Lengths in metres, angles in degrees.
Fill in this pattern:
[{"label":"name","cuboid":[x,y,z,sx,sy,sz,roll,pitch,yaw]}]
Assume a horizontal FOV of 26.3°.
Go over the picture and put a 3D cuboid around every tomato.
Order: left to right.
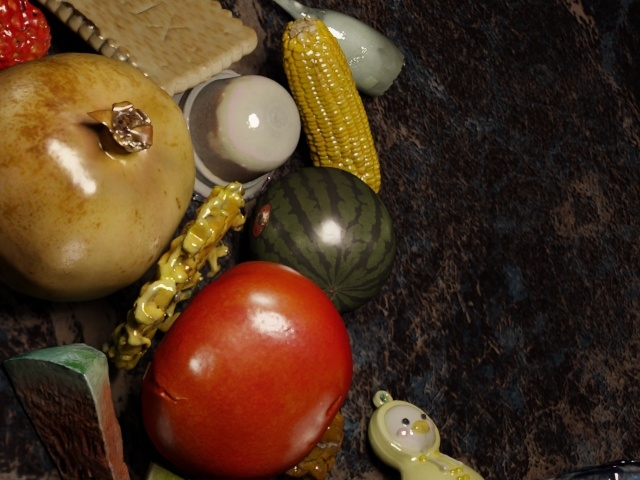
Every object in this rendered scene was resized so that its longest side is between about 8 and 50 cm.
[{"label":"tomato","cuboid":[-0.081,0.165,1.711,0.226,0.298,0.298,31,56,6]}]

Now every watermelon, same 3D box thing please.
[{"label":"watermelon","cuboid":[-0.277,0.240,1.667,0.094,0.154,0.241,-25,106,-39]},{"label":"watermelon","cuboid":[0.000,0.000,1.880,0.212,0.212,0.212,11,70,-34]}]

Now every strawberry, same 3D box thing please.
[{"label":"strawberry","cuboid":[-0.430,-0.293,1.708,0.236,0.111,0.190,22,62,-31]}]

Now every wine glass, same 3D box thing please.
[{"label":"wine glass","cuboid":[-0.033,-0.258,1.994,0.309,0.096,0.264,33,54,-26]}]

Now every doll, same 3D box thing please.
[{"label":"doll","cuboid":[0.156,0.330,1.921,0.141,0.117,0.296,-13,63,-37]}]

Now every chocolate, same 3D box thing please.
[{"label":"chocolate","cuboid":[-0.110,-0.158,1.885,0.221,0.147,0.221,8,74,-31]}]

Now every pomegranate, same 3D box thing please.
[{"label":"pomegranate","cuboid":[-0.292,-0.080,1.614,0.319,0.319,0.319,11,70,-34]}]

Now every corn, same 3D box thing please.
[{"label":"corn","cuboid":[0.017,-0.176,1.938,0.102,0.102,0.313,-49,139,-35]}]

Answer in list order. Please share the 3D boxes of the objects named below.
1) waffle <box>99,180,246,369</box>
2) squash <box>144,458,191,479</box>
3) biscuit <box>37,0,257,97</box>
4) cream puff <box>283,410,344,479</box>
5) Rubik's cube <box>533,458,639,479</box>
[{"label":"waffle","cuboid":[-0.173,0.047,1.689,0.060,0.280,0.262,37,75,2]},{"label":"squash","cuboid":[-0.197,0.356,1.718,0.105,0.105,0.132,32,77,-25]},{"label":"biscuit","cuboid":[-0.256,-0.315,1.805,0.325,0.044,0.217,41,45,12]},{"label":"cream puff","cuboid":[-0.022,0.270,1.864,0.116,0.094,0.122,-25,69,-42]},{"label":"Rubik's cube","cuboid":[0.425,0.512,1.954,0.362,0.363,0.359,4,71,-36]}]
